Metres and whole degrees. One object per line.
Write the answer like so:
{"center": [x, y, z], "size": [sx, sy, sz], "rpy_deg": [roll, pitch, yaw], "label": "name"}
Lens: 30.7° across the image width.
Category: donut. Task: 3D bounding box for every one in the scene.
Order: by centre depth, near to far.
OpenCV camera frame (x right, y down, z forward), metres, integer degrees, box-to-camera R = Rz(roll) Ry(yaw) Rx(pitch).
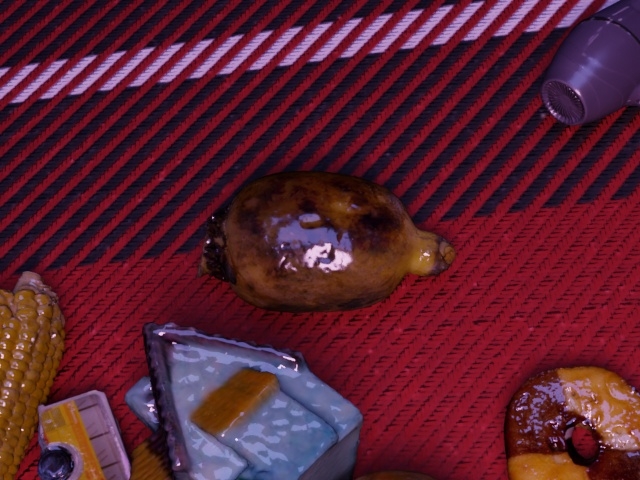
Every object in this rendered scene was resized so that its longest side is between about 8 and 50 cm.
{"center": [0.275, 0.227, 1.232], "size": [0.166, 0.073, 0.184], "rpy_deg": [-16, 59, 0], "label": "donut"}

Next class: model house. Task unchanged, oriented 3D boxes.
{"center": [-0.120, 0.210, 1.169], "size": [0.249, 0.280, 0.230], "rpy_deg": [35, 64, 16], "label": "model house"}

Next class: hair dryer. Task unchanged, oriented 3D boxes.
{"center": [0.480, -0.177, 1.428], "size": [0.361, 0.121, 0.301], "rpy_deg": [42, 66, 16], "label": "hair dryer"}

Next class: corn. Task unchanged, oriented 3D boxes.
{"center": [-0.382, 0.195, 1.316], "size": [0.130, 0.130, 0.347], "rpy_deg": [9, 64, 13], "label": "corn"}

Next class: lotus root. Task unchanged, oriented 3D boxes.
{"center": [0.000, 0.000, 1.358], "size": [0.314, 0.141, 0.169], "rpy_deg": [0, 66, 7], "label": "lotus root"}

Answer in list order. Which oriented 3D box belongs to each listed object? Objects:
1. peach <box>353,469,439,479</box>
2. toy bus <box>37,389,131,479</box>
{"center": [0.094, 0.322, 1.133], "size": [0.236, 0.214, 0.214], "rpy_deg": [-12, 58, -21], "label": "peach"}
{"center": [-0.236, 0.297, 1.264], "size": [0.106, 0.092, 0.268], "rpy_deg": [-19, 59, -14], "label": "toy bus"}
